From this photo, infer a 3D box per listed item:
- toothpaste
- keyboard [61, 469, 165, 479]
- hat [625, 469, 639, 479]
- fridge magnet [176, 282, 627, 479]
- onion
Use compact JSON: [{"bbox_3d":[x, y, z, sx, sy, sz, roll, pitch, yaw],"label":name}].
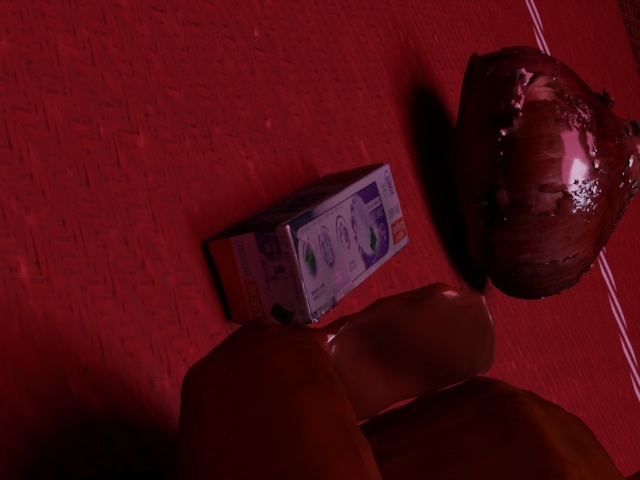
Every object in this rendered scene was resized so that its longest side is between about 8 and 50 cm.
[{"bbox_3d":[0.000,0.000,0.773,0.196,0.040,0.047,-35,112,-71],"label":"toothpaste"},{"bbox_3d":[-0.085,0.100,0.468,0.204,0.013,0.061,15,61,-70],"label":"keyboard"},{"bbox_3d":[0.290,0.319,0.985,0.285,0.285,0.400,54,31,-46],"label":"hat"},{"bbox_3d":[0.056,0.189,0.504,0.363,0.155,0.363,159,-90,-86],"label":"fridge magnet"},{"bbox_3d":[0.159,-0.053,1.127,0.184,0.147,0.184,-13,90,-86],"label":"onion"}]
